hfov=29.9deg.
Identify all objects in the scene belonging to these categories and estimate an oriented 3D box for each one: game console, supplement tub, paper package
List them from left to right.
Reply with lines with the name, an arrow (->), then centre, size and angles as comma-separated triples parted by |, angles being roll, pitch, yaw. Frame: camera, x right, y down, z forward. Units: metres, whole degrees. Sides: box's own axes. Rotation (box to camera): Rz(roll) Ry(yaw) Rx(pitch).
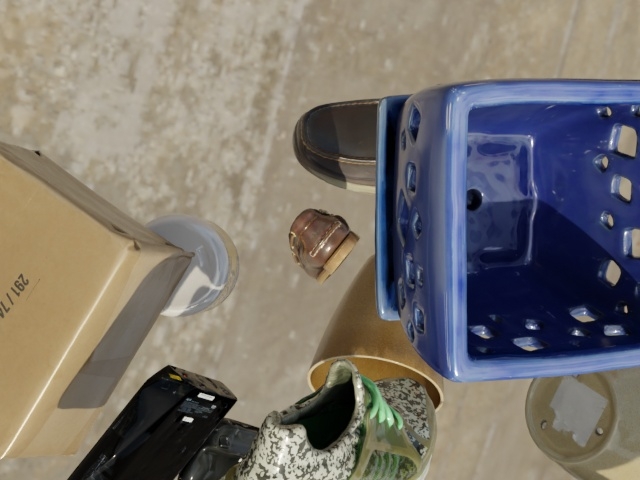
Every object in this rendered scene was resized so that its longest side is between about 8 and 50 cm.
paper package -> -0.382, 0.072, 1.535 | 0.325, 0.309, 0.168 | -59, 157, 6
supplement tub -> -0.194, 0.036, 1.736 | 0.200, 0.144, 0.144 | 18, 90, -87
game console -> -0.151, 0.272, 1.457 | 0.213, 0.044, 0.361 | -51, 148, 4

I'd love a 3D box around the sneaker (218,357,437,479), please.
sneaker -> 0.039, 0.217, 1.395 | 0.410, 0.158, 0.182 | -25, 137, -57

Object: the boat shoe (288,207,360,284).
boat shoe -> 0.000, 0.000, 1.338 | 0.073, 0.073, 0.207 | -54, 178, -9

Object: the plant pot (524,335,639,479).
plant pot -> 0.382, 0.214, 1.478 | 0.274, 0.256, 0.256 | 14, 94, -45

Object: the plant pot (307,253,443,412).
plant pot -> 0.119, 0.155, 2.121 | 0.237, 0.237, 0.254 | 77, 23, -54

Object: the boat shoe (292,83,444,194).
boat shoe -> 0.144, -0.140, 1.464 | 0.130, 0.355, 0.132 | 113, -28, -59

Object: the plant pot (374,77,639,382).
plant pot -> 0.167, -0.023, 1.022 | 0.212, 0.236, 0.236 | -156, -116, -68
